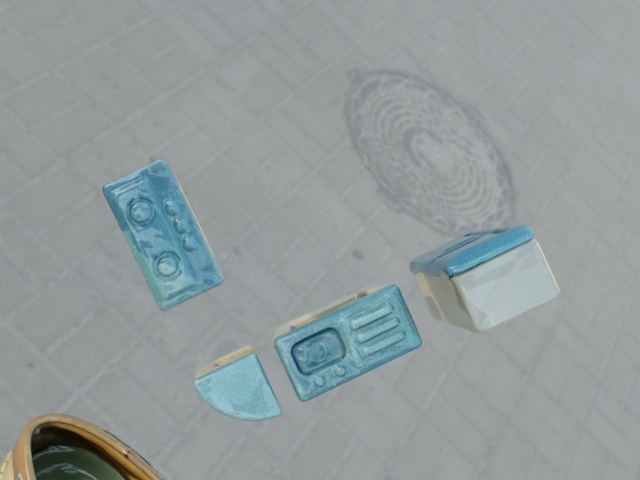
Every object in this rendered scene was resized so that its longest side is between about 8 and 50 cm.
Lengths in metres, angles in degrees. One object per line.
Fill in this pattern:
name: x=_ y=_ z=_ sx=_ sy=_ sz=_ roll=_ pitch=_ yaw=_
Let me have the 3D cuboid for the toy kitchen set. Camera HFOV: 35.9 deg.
toy kitchen set: x=0.000 y=0.000 z=0.584 sx=0.207 sy=0.122 sz=0.166 roll=-25 pitch=92 yaw=-6

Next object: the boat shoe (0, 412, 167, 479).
boat shoe: x=-0.092 y=0.233 z=0.618 sx=0.324 sy=0.120 sz=0.122 roll=36 pitch=49 yaw=18
